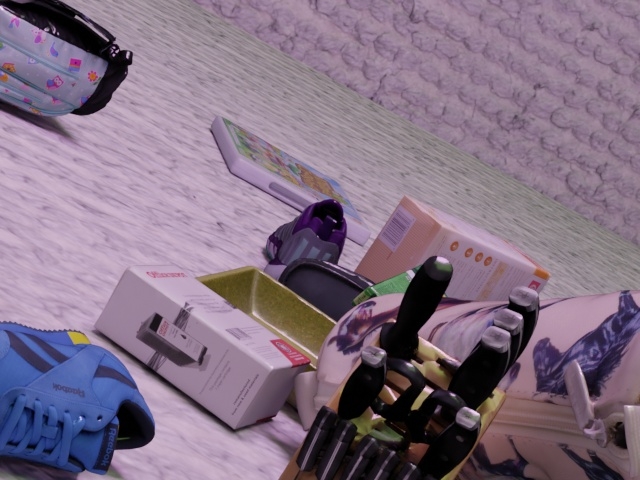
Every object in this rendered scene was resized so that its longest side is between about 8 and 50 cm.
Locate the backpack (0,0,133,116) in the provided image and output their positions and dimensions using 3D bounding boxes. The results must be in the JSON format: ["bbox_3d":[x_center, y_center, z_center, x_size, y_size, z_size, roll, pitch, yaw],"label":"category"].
[{"bbox_3d":[-0.300,-0.193,1.910,0.182,0.115,0.152,22,3,-43],"label":"backpack"}]

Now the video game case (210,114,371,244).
[{"bbox_3d":[-0.039,-0.078,2.395,0.193,0.023,0.212,29,10,-18],"label":"video game case"}]

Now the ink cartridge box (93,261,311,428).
[{"bbox_3d":[-0.087,0.077,1.430,0.135,0.056,0.099,34,10,14],"label":"ink cartridge box"}]

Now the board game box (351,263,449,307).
[{"bbox_3d":[0.138,0.136,1.661,0.259,0.030,0.136,51,24,9],"label":"board game box"}]

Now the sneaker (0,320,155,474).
[{"bbox_3d":[-0.159,0.096,1.096,0.082,0.069,0.209,40,12,19],"label":"sneaker"}]

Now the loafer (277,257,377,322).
[{"bbox_3d":[0.056,0.091,1.735,0.223,0.076,0.078,37,3,6],"label":"loafer"}]

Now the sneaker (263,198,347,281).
[{"bbox_3d":[0.000,0.000,1.934,0.083,0.098,0.223,31,10,-7],"label":"sneaker"}]

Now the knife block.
[{"bbox_3d":[0.054,0.110,1.173,0.088,0.242,0.276,34,10,7],"label":"knife block"}]

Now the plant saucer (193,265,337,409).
[{"bbox_3d":[-0.017,0.095,1.585,0.188,0.045,0.188,34,10,10],"label":"plant saucer"}]

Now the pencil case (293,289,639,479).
[{"bbox_3d":[0.151,0.109,1.290,0.184,0.159,0.410,9,-8,-31],"label":"pencil case"}]

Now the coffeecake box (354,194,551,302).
[{"bbox_3d":[0.121,0.053,1.921,0.185,0.142,0.068,23,14,-45],"label":"coffeecake box"}]
